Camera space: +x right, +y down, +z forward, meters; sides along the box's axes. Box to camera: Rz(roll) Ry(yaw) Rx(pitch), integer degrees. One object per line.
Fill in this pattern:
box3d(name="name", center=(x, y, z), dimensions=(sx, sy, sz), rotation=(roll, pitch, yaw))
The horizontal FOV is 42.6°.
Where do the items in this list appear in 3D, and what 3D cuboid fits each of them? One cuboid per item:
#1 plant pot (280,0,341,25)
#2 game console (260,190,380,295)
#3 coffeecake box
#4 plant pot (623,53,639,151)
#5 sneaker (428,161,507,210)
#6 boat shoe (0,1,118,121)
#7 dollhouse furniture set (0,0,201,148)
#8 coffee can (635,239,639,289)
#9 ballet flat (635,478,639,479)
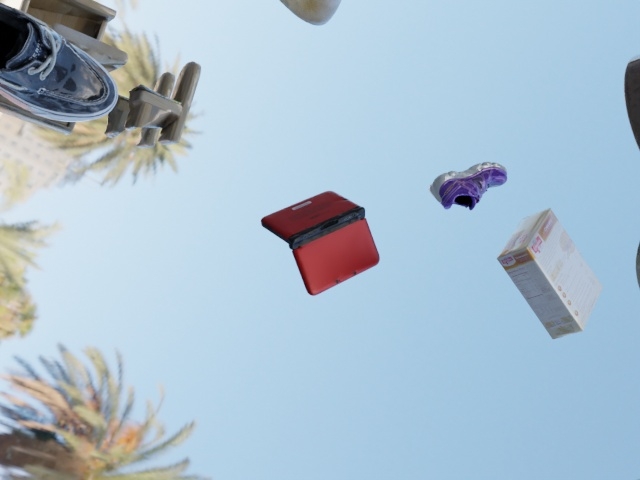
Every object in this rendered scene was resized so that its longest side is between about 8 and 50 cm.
box3d(name="plant pot", center=(-0.034, -0.320, 0.773), dimensions=(0.032, 0.236, 0.236), rotation=(-20, -132, 24))
box3d(name="game console", center=(0.000, 0.000, 1.243), dimensions=(0.124, 0.144, 0.085), rotation=(32, -46, 41))
box3d(name="coffeecake box", center=(0.414, 0.058, 1.473), dimensions=(0.068, 0.185, 0.142), rotation=(-26, -166, 44))
box3d(name="plant pot", center=(0.681, -0.235, 1.398), dimensions=(0.229, 0.263, 0.263), rotation=(-19, -130, 43))
box3d(name="sneaker", center=(0.267, -0.088, 1.454), dimensions=(0.071, 0.170, 0.068), rotation=(62, -32, 18))
box3d(name="boat shoe", center=(-0.381, -0.240, 1.046), dimensions=(0.102, 0.301, 0.108), rotation=(6, -107, 49))
box3d(name="dollhouse furniture set", center=(-0.429, -0.337, 1.406), dimensions=(0.394, 0.362, 0.256), rotation=(5, -102, 61))
box3d(name="coffee can", center=(0.572, 0.050, 1.104), dimensions=(0.202, 0.275, 0.201), rotation=(-10, -106, 38))
box3d(name="ballet flat", center=(0.361, 0.252, 0.689), dimensions=(0.087, 0.083, 0.247), rotation=(-26, -172, -8))
